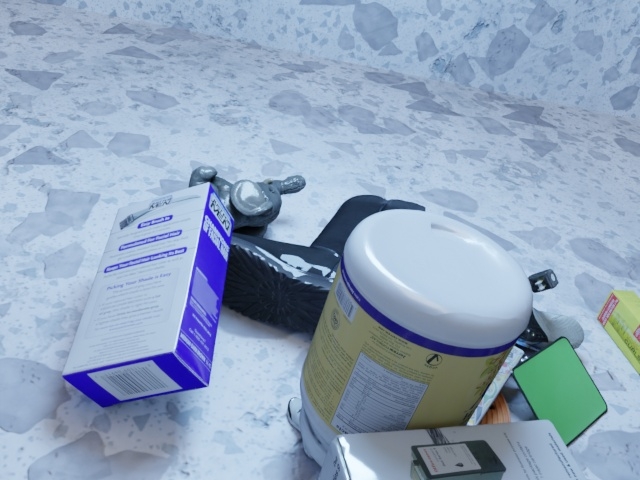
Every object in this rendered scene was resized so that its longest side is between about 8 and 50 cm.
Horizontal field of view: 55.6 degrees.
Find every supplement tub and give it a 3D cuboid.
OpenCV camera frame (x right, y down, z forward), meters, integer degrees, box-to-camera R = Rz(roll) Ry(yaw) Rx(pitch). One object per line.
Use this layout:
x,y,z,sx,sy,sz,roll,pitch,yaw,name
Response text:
0.108,0.152,0.817,0.240,0.332,0.241,12,33,-8,supplement tub

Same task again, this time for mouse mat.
0.420,0.262,1.060,0.189,0.007,0.153,-16,73,-39,mouse mat

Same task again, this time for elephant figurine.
-0.159,-0.073,1.293,0.239,0.186,0.169,10,0,-3,elephant figurine

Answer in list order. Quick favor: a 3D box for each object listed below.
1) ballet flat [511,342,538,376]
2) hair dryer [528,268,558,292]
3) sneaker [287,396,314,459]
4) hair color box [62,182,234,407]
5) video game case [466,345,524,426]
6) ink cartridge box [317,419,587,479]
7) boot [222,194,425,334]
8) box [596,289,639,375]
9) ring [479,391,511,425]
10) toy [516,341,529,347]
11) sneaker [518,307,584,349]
0.331,0.213,1.118,0.203,0.074,0.074,21,33,8,ballet flat
0.276,0.073,1.169,0.223,0.080,0.293,-2,-6,-29,hair dryer
-0.018,0.276,0.922,0.040,0.044,0.109,-8,36,-27,sneaker
-0.254,0.075,0.956,0.185,0.110,0.339,-14,46,15,hair color box
0.207,0.199,1.050,0.226,0.026,0.206,30,45,24,video game case
0.143,0.336,0.733,0.288,0.211,0.122,1,36,-16,ink cartridge box
0.002,0.001,1.252,0.366,0.146,0.445,23,35,12,boot
0.656,0.204,1.228,0.058,0.088,0.232,5,34,-12,box
0.149,0.264,1.010,0.336,0.032,0.337,8,33,-5,ring
0.359,0.123,1.274,0.136,0.056,0.237,-21,46,-39,toy
0.400,0.168,1.156,0.237,0.086,0.085,18,60,-28,sneaker
